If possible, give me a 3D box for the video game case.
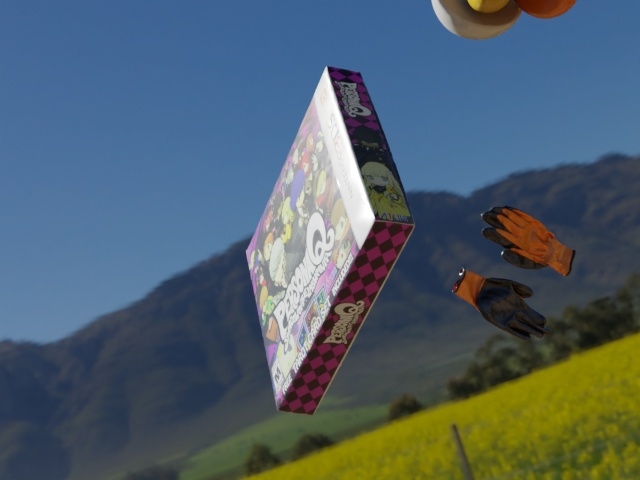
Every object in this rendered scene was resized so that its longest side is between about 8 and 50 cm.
[{"bbox_3d":[0.000,0.000,1.042,0.042,0.210,0.232,9,-50,-21],"label":"video game case"}]

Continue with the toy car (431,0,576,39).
[{"bbox_3d":[0.164,-0.250,0.919,0.136,0.182,0.159,6,-31,-9],"label":"toy car"}]

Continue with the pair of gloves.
[{"bbox_3d":[0.129,0.021,0.776,0.074,0.083,0.010,31,-24,-14],"label":"pair of gloves"}]
